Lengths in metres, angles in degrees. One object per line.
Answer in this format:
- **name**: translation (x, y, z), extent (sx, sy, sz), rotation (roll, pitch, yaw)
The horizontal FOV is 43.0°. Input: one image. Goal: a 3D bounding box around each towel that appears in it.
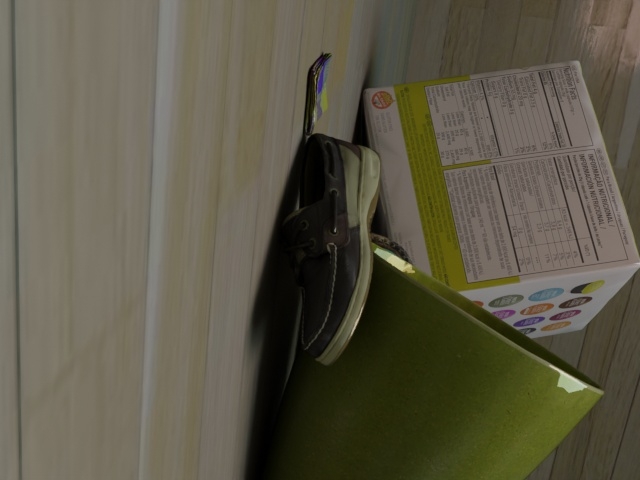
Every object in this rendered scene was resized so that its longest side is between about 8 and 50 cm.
- **towel**: translation (-0.001, -0.134, 0.736), extent (0.083, 0.010, 0.060), rotation (-67, 164, -63)

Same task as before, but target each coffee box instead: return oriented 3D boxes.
- **coffee box**: translation (0.256, -0.034, 1.290), extent (0.337, 0.335, 0.338), rotation (84, -3, -68)

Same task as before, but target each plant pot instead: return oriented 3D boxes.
- **plant pot**: translation (0.068, 0.188, 0.775), extent (0.293, 0.275, 0.275), rotation (-59, 175, 4)

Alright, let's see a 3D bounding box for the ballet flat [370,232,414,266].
- **ballet flat**: translation (0.049, 0.235, 0.970), extent (0.182, 0.164, 0.482), rotation (116, -25, -79)

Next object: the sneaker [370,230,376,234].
- **sneaker**: translation (0.054, 0.082, 1.213), extent (0.217, 0.079, 0.121), rotation (-72, 168, -61)

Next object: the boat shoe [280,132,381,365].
- **boat shoe**: translation (0.001, -0.001, 0.680), extent (0.080, 0.074, 0.223), rotation (-50, -157, 48)
